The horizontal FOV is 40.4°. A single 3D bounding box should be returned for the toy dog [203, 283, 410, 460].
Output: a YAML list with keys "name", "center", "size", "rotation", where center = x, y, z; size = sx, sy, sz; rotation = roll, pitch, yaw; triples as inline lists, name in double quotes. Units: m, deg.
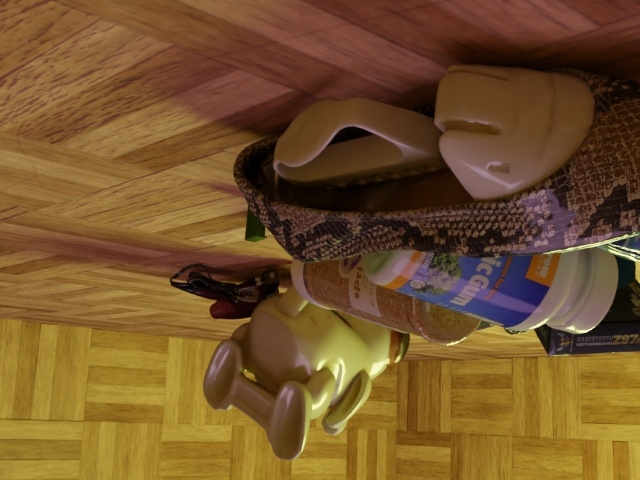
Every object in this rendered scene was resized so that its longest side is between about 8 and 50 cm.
- name: "toy dog"
  center: [-0.001, 0.225, 1.867]
  size: [0.285, 0.395, 0.408]
  rotation: [17, -166, 36]

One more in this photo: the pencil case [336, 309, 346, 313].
- name: "pencil case"
  center: [0.148, 0.062, 1.437]
  size: [0.284, 0.124, 0.124]
  rotation: [-5, 167, 31]

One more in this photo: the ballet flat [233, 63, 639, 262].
- name: "ballet flat"
  center: [0.097, -0.071, 0.776]
  size: [0.483, 0.164, 0.182]
  rotation: [-7, 145, 43]

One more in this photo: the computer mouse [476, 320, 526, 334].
- name: "computer mouse"
  center: [0.273, 0.138, 1.770]
  size: [0.272, 0.072, 0.188]
  rotation: [0, 138, 40]

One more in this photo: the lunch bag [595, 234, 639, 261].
- name: "lunch bag"
  center: [0.287, -0.040, 0.883]
  size: [0.219, 0.090, 0.176]
  rotation: [12, -166, -39]

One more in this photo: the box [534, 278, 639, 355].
- name: "box"
  center: [0.417, 0.096, 1.380]
  size: [0.184, 0.059, 0.232]
  rotation: [-3, -156, -2]

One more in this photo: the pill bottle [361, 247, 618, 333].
- name: "pill bottle"
  center: [0.198, 0.017, 1.004]
  size: [0.272, 0.152, 0.152]
  rotation: [19, 164, -14]

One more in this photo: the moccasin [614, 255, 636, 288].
- name: "moccasin"
  center: [0.306, 0.046, 1.299]
  size: [0.342, 0.137, 0.117]
  rotation: [8, 172, -21]

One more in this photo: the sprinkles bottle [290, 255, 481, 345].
- name: "sprinkles bottle"
  center: [0.085, 0.059, 1.237]
  size: [0.121, 0.121, 0.355]
  rotation: [8, -179, -28]

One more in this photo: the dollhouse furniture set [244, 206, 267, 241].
- name: "dollhouse furniture set"
  center: [-0.028, -0.020, 1.219]
  size: [0.152, 0.058, 0.076]
  rotation: [10, 167, -32]

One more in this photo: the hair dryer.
- name: "hair dryer"
  center: [-0.199, 0.103, 1.851]
  size: [0.224, 0.080, 0.293]
  rotation: [7, 154, -3]
